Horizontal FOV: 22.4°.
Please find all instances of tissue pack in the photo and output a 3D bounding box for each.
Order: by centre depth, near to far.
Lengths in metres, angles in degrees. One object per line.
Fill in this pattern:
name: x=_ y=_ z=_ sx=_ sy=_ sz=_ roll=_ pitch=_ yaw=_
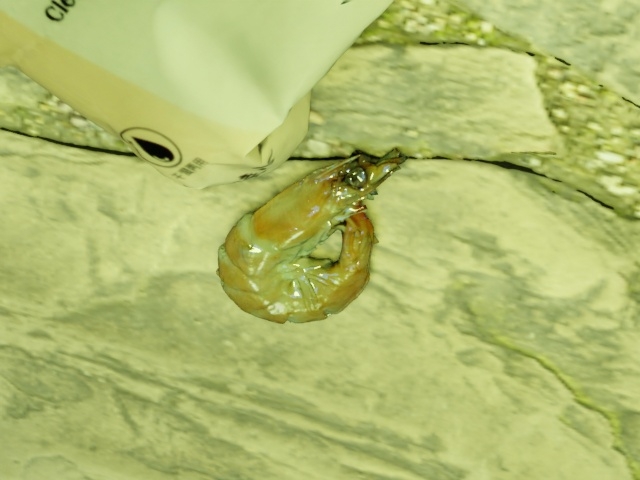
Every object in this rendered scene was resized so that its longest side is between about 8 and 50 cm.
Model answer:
tissue pack: x=-0.087 y=-0.239 z=0.860 sx=0.390 sy=0.195 sz=0.375 roll=35 pitch=128 yaw=-16

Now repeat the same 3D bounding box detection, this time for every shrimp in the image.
shrimp: x=0.000 y=0.000 z=1.100 sx=0.099 sy=0.041 sz=0.180 roll=40 pitch=125 yaw=-10
